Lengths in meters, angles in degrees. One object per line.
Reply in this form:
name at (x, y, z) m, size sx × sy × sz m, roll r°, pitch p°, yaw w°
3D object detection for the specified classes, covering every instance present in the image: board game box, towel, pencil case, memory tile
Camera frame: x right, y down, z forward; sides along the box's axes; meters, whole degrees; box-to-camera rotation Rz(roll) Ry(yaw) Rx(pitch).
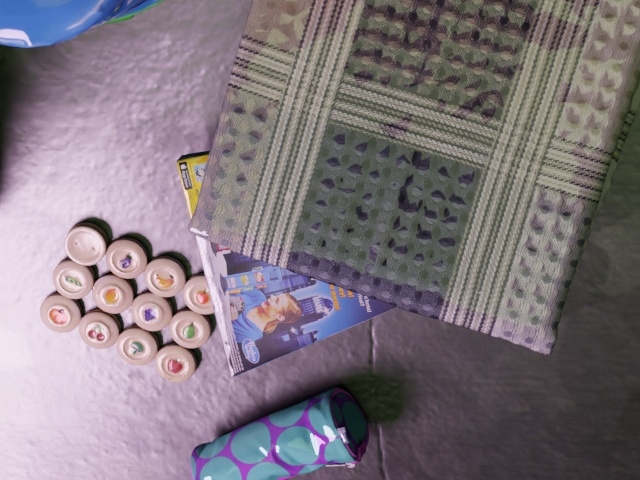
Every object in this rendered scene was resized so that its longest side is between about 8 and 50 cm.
board game box at (0.000, 0.000, 1.446) m, size 0.194 × 0.060 × 0.194 m, roll -10°, pitch 108°, yaw 8°
towel at (0.086, -0.109, 1.363) m, size 0.312 × 0.056 × 0.324 m, roll 18°, pitch 97°, yaw 2°
pencil case at (-0.035, 0.186, 1.529) m, size 0.152 × 0.064 × 0.070 m, roll -24°, pitch 83°, yaw 17°
memory tile at (-0.163, 0.055, 1.519) m, size 0.148 × 0.012 × 0.113 m, roll 24°, pitch 114°, yaw -2°

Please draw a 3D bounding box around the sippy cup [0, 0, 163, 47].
sippy cup at (-0.197, -0.248, 1.278) m, size 0.240 × 0.224 × 0.305 m, roll 14°, pitch 114°, yaw 1°
